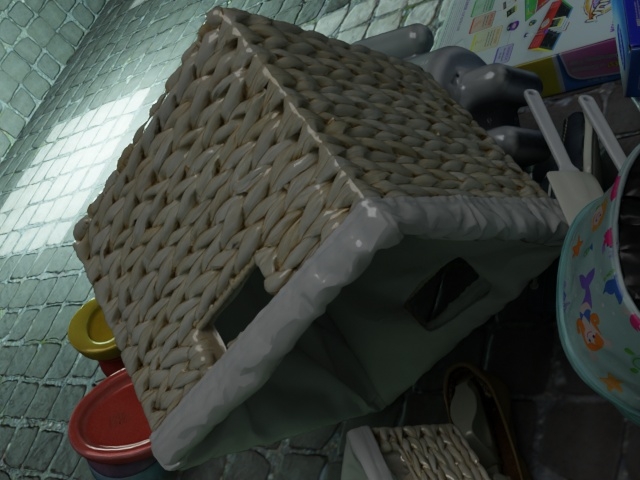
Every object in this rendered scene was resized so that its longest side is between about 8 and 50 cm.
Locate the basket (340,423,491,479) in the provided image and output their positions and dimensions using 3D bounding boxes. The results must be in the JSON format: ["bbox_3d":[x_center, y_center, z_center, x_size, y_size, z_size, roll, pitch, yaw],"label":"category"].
[{"bbox_3d":[0.079,0.250,0.670,0.103,0.167,0.113,-5,32,-17],"label":"basket"}]

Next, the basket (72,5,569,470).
[{"bbox_3d":[0.000,0.000,0.750,0.328,0.331,0.266,-49,60,30],"label":"basket"}]

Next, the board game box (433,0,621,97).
[{"bbox_3d":[0.307,-0.300,1.071,0.317,0.064,0.242,-8,50,42],"label":"board game box"}]

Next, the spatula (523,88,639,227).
[{"bbox_3d":[0.296,-0.083,0.774,0.168,0.019,0.242,0,40,-2],"label":"spatula"}]

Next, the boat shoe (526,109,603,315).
[{"bbox_3d":[0.261,-0.033,0.836,0.079,0.095,0.254,-7,59,29],"label":"boat shoe"}]

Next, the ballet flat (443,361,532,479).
[{"bbox_3d":[0.150,0.213,0.720,0.080,0.073,0.232,-30,38,20],"label":"ballet flat"}]

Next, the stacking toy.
[{"bbox_3d":[-0.213,0.204,1.132,0.280,0.130,0.309,-15,42,0],"label":"stacking toy"}]

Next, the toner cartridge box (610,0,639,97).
[{"bbox_3d":[0.415,-0.317,0.887,0.165,0.075,0.347,-2,56,15],"label":"toner cartridge box"}]

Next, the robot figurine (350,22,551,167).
[{"bbox_3d":[0.103,-0.120,0.987,0.353,0.200,0.299,-12,81,40],"label":"robot figurine"}]

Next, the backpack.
[{"bbox_3d":[0.300,0.046,0.569,0.191,0.254,0.225,119,171,-59],"label":"backpack"}]
